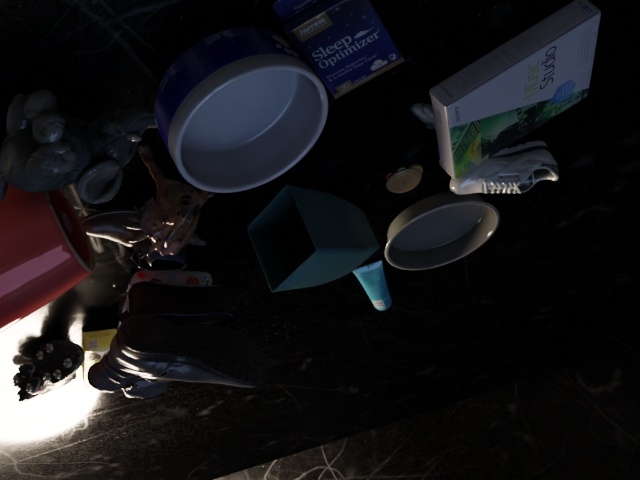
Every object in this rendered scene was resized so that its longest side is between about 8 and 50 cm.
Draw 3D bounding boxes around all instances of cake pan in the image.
[{"bbox_3d":[0.292,-0.026,1.727,0.293,0.054,0.293,-13,149,-8],"label":"cake pan"}]

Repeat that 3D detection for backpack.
[{"bbox_3d":[-0.348,0.200,1.618,0.277,0.213,0.263,8,130,-25],"label":"backpack"}]

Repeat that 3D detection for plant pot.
[{"bbox_3d":[0.000,0.000,1.526,0.234,0.165,0.166,3,145,-44],"label":"plant pot"},{"bbox_3d":[-0.542,0.016,1.206,0.243,0.274,0.275,-25,150,-7],"label":"plant pot"}]

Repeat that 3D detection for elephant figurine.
[{"bbox_3d":[-0.371,-0.143,1.128,0.186,0.169,0.239,-2,178,33],"label":"elephant figurine"}]

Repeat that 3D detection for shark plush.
[{"bbox_3d":[0.235,-0.235,1.389,0.067,0.073,0.161,-3,172,26],"label":"shark plush"}]

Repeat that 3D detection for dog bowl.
[{"bbox_3d":[-0.126,-0.204,1.130,0.265,0.104,0.264,-24,150,-15],"label":"dog bowl"}]

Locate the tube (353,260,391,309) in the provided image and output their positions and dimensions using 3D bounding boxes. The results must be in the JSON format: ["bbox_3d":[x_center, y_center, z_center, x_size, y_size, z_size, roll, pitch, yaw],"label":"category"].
[{"bbox_3d":[0.148,0.121,1.903,0.080,0.052,0.207,-24,144,2],"label":"tube"}]

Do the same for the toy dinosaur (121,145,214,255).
[{"bbox_3d":[-0.271,-0.033,1.267,0.127,0.200,0.295,4,149,-1],"label":"toy dinosaur"}]

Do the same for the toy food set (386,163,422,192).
[{"bbox_3d":[0.180,-0.133,1.531,0.083,0.020,0.083,-9,149,-13],"label":"toy food set"}]

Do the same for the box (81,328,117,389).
[{"bbox_3d":[-0.576,0.311,1.831,0.087,0.058,0.232,-4,147,-23],"label":"box"}]

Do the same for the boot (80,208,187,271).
[{"bbox_3d":[-0.362,0.002,1.392,0.219,0.106,0.082,3,144,-31],"label":"boot"}]

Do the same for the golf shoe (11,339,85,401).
[{"bbox_3d":[-0.667,0.320,1.784,0.273,0.105,0.120,-30,163,32],"label":"golf shoe"}]

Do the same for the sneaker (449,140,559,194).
[{"bbox_3d":[0.405,-0.144,1.556,0.235,0.094,0.090,-19,151,6],"label":"sneaker"}]

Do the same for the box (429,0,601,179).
[{"bbox_3d":[0.356,-0.270,1.291,0.322,0.058,0.232,-31,149,-3],"label":"box"}]

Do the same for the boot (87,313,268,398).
[{"bbox_3d":[-0.299,0.268,1.490,0.338,0.118,0.222,21,135,-20],"label":"boot"}]

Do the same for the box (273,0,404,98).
[{"bbox_3d":[0.033,-0.329,1.128,0.137,0.036,0.225,-26,147,15],"label":"box"}]
